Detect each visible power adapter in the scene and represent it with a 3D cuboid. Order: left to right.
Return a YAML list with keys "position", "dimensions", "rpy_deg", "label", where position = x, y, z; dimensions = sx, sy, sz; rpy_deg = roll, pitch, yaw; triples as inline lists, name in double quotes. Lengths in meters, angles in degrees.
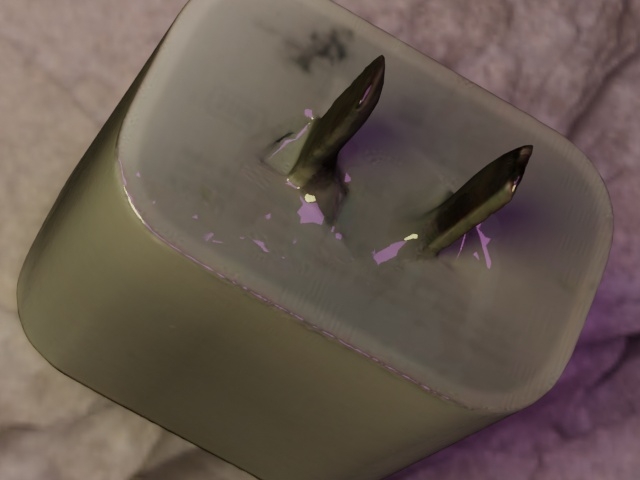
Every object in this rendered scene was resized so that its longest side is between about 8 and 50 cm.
- position: [0.000, 0.000, 0.752]
  dimensions: [0.187, 0.255, 0.124]
  rpy_deg: [29, 66, -10]
  label: "power adapter"
